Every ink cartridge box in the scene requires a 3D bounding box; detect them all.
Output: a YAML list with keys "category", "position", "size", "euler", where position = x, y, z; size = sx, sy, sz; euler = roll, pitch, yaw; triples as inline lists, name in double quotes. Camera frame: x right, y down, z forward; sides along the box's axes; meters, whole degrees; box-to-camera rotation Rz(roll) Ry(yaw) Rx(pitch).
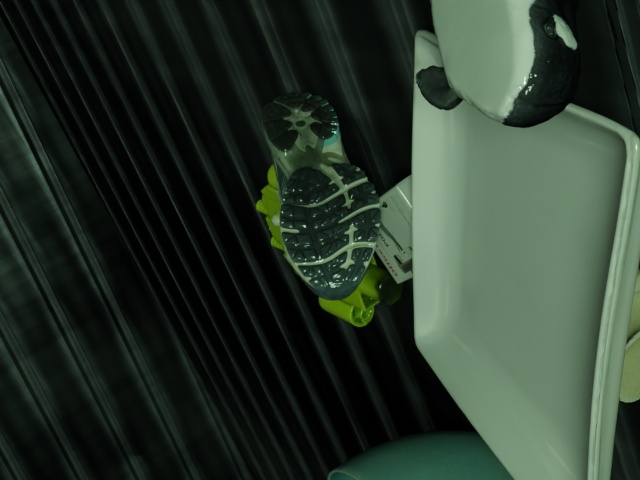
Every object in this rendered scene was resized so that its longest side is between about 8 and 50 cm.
- category: "ink cartridge box"
  position: [0.104, -0.016, 0.988]
  size: [0.099, 0.056, 0.135]
  euler: [56, 157, 1]

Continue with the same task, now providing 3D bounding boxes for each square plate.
- category: "square plate"
  position: [0.160, 0.022, 0.754]
  size: [0.347, 0.049, 0.344]
  euler: [-125, 29, -61]

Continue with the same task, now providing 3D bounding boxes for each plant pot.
- category: "plant pot"
  position: [0.175, 0.363, 1.168]
  size: [0.290, 0.195, 0.290]
  euler: [44, 154, 28]

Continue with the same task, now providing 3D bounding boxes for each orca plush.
- category: "orca plush"
  position: [0.135, -0.172, 0.666]
  size: [0.287, 0.102, 0.151]
  euler: [-120, 42, -58]

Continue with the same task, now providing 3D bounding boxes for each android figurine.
- category: "android figurine"
  position: [0.000, 0.000, 1.226]
  size: [0.273, 0.056, 0.248]
  euler: [22, 140, 51]

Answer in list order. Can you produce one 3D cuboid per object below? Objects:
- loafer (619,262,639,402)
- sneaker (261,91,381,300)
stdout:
- category: "loafer"
  position: [0.262, 0.074, 0.744]
  size: [0.092, 0.102, 0.268]
  euler: [42, 154, 13]
- category: "sneaker"
  position: [0.006, -0.039, 1.020]
  size: [0.122, 0.110, 0.283]
  euler: [81, 178, -51]
